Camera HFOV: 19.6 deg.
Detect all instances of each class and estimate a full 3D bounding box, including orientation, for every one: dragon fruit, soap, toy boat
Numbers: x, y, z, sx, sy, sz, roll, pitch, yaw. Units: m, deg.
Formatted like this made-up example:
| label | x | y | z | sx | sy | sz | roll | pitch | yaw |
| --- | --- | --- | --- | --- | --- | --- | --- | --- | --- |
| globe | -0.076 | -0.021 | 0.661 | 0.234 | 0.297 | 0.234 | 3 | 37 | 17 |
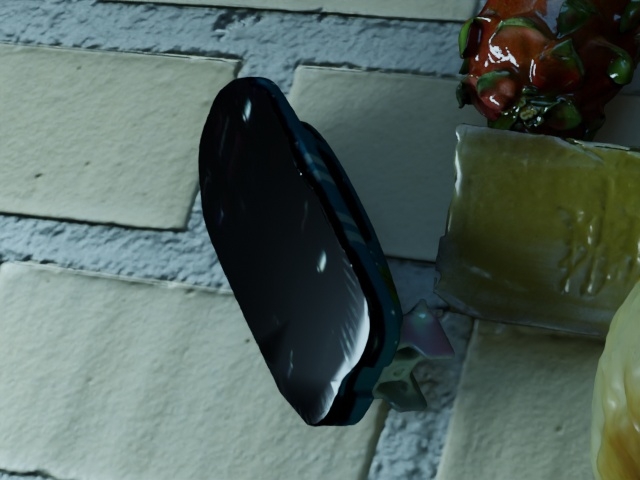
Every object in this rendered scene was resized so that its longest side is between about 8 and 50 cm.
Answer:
| label | x | y | z | sx | sy | sz | roll | pitch | yaw |
| --- | --- | --- | --- | --- | --- | --- | --- | --- | --- |
| dragon fruit | 0.184 | -0.173 | 1.396 | 0.137 | 0.135 | 0.236 | 24 | 79 | -6 |
| soap | 0.199 | -0.001 | 1.286 | 0.233 | 0.076 | 0.135 | 10 | 95 | 23 |
| toy boat | 0.000 | 0.000 | 1.373 | 0.092 | 0.134 | 0.299 | 1 | 44 | -29 |

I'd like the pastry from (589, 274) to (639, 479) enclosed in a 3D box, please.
| label | x | y | z | sx | sy | sz | roll | pitch | yaw |
| --- | --- | --- | --- | --- | --- | --- | --- | --- | --- |
| pastry | 0.340 | 0.127 | 1.018 | 0.312 | 0.389 | 0.388 | -27 | 51 | -24 |
